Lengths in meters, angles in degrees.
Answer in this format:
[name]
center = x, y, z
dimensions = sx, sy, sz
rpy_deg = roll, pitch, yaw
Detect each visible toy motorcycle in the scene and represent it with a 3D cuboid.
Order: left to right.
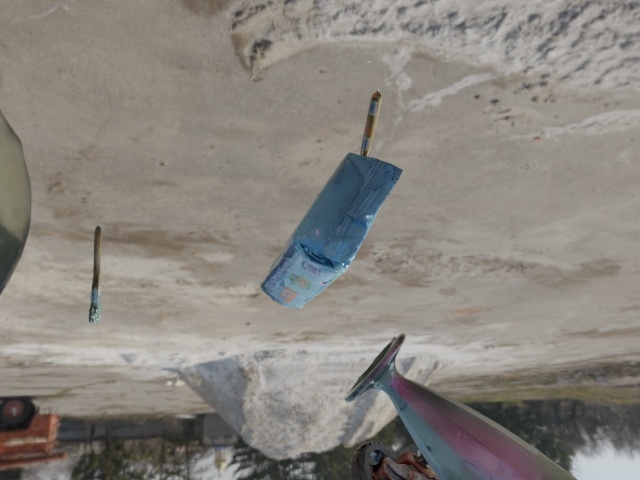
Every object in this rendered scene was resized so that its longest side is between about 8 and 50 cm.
[toy motorcycle]
center = 0.154, 0.386, 0.731
dimensions = 0.089, 0.171, 0.298
rpy_deg = -35, 130, 26

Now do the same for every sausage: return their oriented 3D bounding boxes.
[sausage]
center = 0.067, -0.152, 0.687
dimensions = 0.015, 0.015, 0.100
rpy_deg = 1, 125, -13

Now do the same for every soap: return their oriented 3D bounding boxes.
[soap]
center = 0.000, 0.000, 0.706
dimensions = 0.077, 0.156, 0.293
rpy_deg = 32, 155, -3

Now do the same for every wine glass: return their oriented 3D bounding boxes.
[wine glass]
center = 0.093, 0.139, 0.351
dimensions = 0.155, 0.073, 0.073
rpy_deg = 40, 161, 8

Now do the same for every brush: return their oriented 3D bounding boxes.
[brush]
center = -0.455, 0.068, 1.045
dimensions = 0.021, 0.196, 0.070
rpy_deg = 1, 178, -17

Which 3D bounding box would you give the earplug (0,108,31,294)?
[earplug]
center = -0.547, -0.025, 0.489
dimensions = 0.394, 0.312, 0.312
rpy_deg = -10, 160, 17
